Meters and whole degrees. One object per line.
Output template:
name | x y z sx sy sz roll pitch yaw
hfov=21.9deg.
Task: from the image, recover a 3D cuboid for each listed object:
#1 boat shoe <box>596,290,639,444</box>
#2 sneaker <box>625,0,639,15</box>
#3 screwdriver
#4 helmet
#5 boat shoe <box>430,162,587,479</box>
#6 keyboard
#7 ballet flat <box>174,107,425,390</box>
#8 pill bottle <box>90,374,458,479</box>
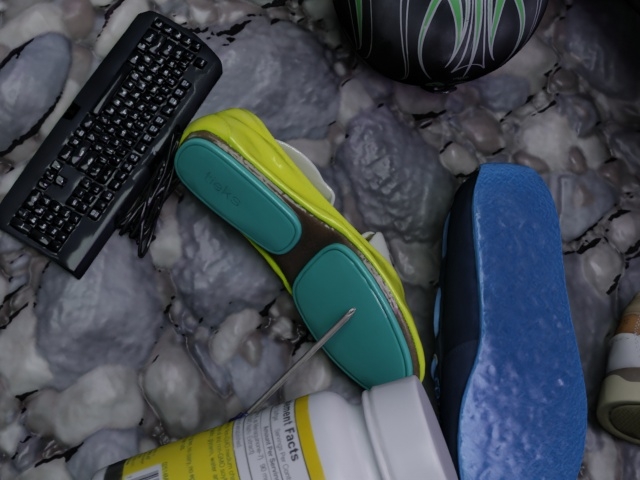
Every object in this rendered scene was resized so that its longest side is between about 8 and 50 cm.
boat shoe | 0.339 0.092 1.088 0.302 0.113 0.103 10 62 12
sneaker | 0.311 -0.146 1.082 0.185 0.202 0.483 -38 96 6
screwdriver | -0.036 0.105 1.069 0.170 0.024 0.025 -41 120 -1
helmet | 0.082 -0.193 1.128 0.169 0.161 0.169 3 73 -9
boat shoe | 0.124 0.081 1.099 0.109 0.089 0.258 12 73 -16
keyboard | -0.129 -0.066 1.120 0.100 0.038 0.192 32 72 0
ballet flat | 0.000 0.000 1.107 0.231 0.077 0.077 48 39 1
pill bottle | -0.024 0.161 0.998 0.208 0.119 0.119 -19 77 5
